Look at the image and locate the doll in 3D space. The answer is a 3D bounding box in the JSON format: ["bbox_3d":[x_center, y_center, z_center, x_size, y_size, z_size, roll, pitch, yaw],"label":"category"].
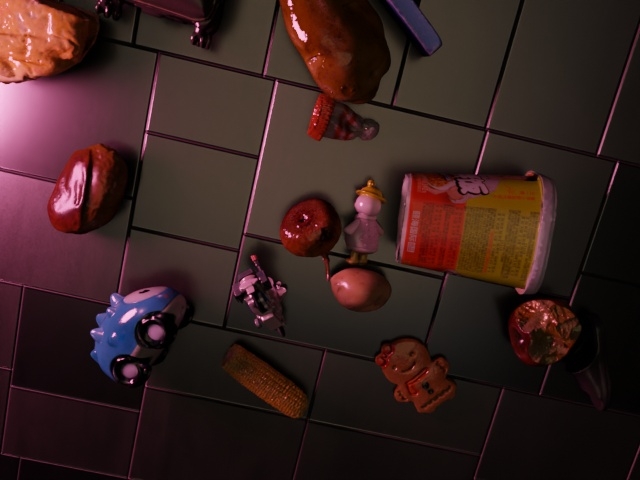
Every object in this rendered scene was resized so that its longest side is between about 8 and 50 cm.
[{"bbox_3d":[0.104,-0.041,1.484,0.129,0.081,0.207,3,101,-42],"label":"doll"}]

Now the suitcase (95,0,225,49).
[{"bbox_3d":[-0.299,-0.645,1.288,0.283,0.194,0.433,17,101,-5],"label":"suitcase"}]

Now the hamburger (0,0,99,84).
[{"bbox_3d":[-0.656,-0.433,1.347,0.330,0.162,0.208,17,105,-7],"label":"hamburger"}]

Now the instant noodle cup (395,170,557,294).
[{"bbox_3d":[0.331,-0.034,1.414,0.308,0.294,0.293,6,103,5],"label":"instant noodle cup"}]

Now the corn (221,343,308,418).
[{"bbox_3d":[-0.135,0.356,1.576,0.248,0.081,0.081,38,100,-9],"label":"corn"}]

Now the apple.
[{"bbox_3d":[0.544,0.220,1.525,0.158,0.147,0.156,-18,70,-6],"label":"apple"}]

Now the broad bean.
[{"bbox_3d":[-0.532,-0.114,1.444,0.156,0.122,0.228,35,95,22],"label":"broad bean"}]

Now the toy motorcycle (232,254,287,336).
[{"bbox_3d":[-0.137,0.134,1.480,0.102,0.221,0.150,-25,57,2],"label":"toy motorcycle"}]

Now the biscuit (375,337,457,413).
[{"bbox_3d":[0.244,0.339,1.601,0.166,0.036,0.225,-36,101,8],"label":"biscuit"}]

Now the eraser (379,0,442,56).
[{"bbox_3d":[0.150,-0.529,1.344,0.043,0.144,0.312,-38,101,10],"label":"eraser"}]

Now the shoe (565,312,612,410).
[{"bbox_3d":[0.655,0.301,1.565,0.093,0.108,0.240,-6,96,2],"label":"shoe"}]

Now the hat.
[{"bbox_3d":[0.058,-0.268,1.433,0.162,0.093,0.112,17,128,-11],"label":"hat"}]

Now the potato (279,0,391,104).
[{"bbox_3d":[0.026,-0.468,1.344,0.196,0.176,0.369,-28,96,3],"label":"potato"}]

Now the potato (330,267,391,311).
[{"bbox_3d":[0.098,0.117,1.513,0.147,0.112,0.112,7,103,-9],"label":"potato"}]

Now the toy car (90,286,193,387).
[{"bbox_3d":[-0.434,0.209,1.486,0.190,0.188,0.255,37,102,-2],"label":"toy car"}]

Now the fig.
[{"bbox_3d":[0.000,0.000,1.495,0.146,0.133,0.201,-20,135,20],"label":"fig"}]
